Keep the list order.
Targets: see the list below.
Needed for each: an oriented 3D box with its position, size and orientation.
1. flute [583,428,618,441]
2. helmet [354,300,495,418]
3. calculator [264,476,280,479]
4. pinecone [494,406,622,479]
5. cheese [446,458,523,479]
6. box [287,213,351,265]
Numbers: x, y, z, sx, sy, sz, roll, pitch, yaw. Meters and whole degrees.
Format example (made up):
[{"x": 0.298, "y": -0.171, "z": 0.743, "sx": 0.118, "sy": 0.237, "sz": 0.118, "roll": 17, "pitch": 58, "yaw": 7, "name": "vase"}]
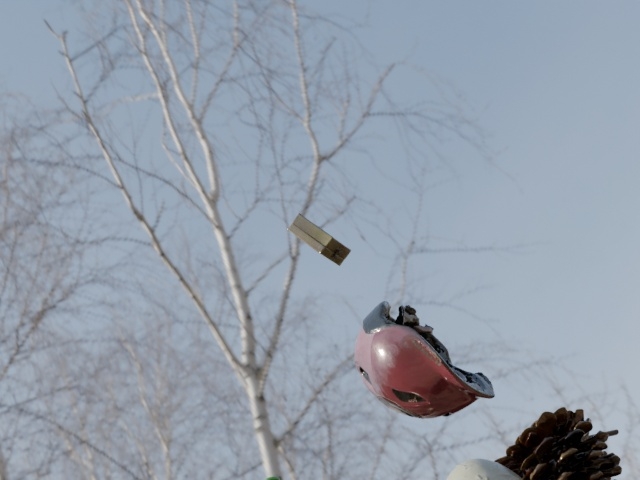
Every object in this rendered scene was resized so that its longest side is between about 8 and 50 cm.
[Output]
[{"x": 0.578, "y": 0.447, "z": 2.227, "sx": 0.270, "sy": 0.014, "sz": 0.014, "roll": -2, "pitch": -59, "yaw": -35, "name": "flute"}, {"x": 0.146, "y": 0.210, "z": 1.616, "sx": 0.198, "sy": 0.253, "sz": 0.154, "roll": 35, "pitch": -76, "yaw": -33, "name": "helmet"}, {"x": -0.132, "y": 0.544, "z": 1.850, "sx": 0.234, "sy": 0.146, "sz": 0.032, "roll": -56, "pitch": -7, "yaw": -3, "name": "calculator"}, {"x": 0.485, "y": 0.475, "z": 1.991, "sx": 0.264, "sy": 0.264, "sz": 0.264, "roll": -14, "pitch": -54, "yaw": -21, "name": "pinecone"}, {"x": 0.315, "y": 0.491, "z": 1.818, "sx": 0.189, "sy": 0.198, "sz": 0.154, "roll": 39, "pitch": -82, "yaw": -23, "name": "cheese"}, {"x": 0.000, "y": 0.000, "z": 1.613, "sx": 0.035, "sy": 0.083, "sz": 0.079, "roll": -55, "pitch": -29, "yaw": 1, "name": "box"}]
